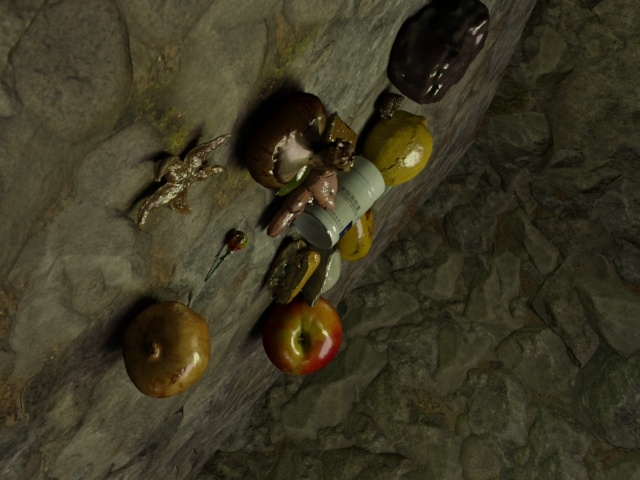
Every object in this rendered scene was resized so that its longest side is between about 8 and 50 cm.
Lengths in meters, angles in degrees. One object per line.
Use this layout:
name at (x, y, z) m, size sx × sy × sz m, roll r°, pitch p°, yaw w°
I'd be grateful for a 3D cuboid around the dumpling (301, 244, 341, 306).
dumpling at (-0.021, 0.144, 2.184) m, size 0.181 × 0.341 × 0.260 m, roll 23°, pitch 77°, yaw -38°

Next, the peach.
peach at (-0.080, 0.416, 2.382) m, size 0.388 × 0.388 × 0.388 m, roll -48°, pitch 164°, yaw -19°

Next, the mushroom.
mushroom at (-0.068, -0.228, 1.333) m, size 0.267 × 0.255 × 0.267 m, roll -23°, pitch 160°, yaw -9°

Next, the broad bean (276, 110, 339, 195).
broad bean at (-0.028, -0.259, 1.594) m, size 0.325 × 0.067 × 0.075 m, roll -50°, pitch 180°, yaw -5°

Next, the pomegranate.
pomegranate at (-0.395, 0.278, 1.365) m, size 0.248 × 0.248 × 0.248 m, roll -48°, pitch 164°, yaw -19°

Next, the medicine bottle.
medicine bottle at (0.069, -0.141, 1.901) m, size 0.332 × 0.189 × 0.190 m, roll -46°, pitch 163°, yaw -26°

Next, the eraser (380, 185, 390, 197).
eraser at (0.319, -0.319, 2.325) m, size 0.290 × 0.104 × 0.189 m, roll -43°, pitch 162°, yaw -52°

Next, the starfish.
starfish at (-0.289, -0.123, 1.134) m, size 0.277 × 0.062 × 0.236 m, roll -53°, pitch 166°, yaw -11°

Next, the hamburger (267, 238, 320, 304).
hamburger at (-0.104, 0.110, 2.030) m, size 0.283 × 0.144 × 0.156 m, roll -58°, pitch 169°, yaw 31°

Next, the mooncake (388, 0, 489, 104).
mooncake at (0.410, -0.647, 1.820) m, size 0.381 × 0.212 × 0.350 m, roll -49°, pitch 170°, yaw -8°

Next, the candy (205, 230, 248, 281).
candy at (-0.284, 0.051, 1.566) m, size 0.201 × 0.060 × 0.060 m, roll -50°, pitch 166°, yaw 17°

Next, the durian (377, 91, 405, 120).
durian at (0.239, -0.480, 1.887) m, size 0.110 × 0.071 × 0.140 m, roll -40°, pitch -157°, yaw 45°

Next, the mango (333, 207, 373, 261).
mango at (0.125, -0.066, 2.224) m, size 0.365 × 0.182 × 0.253 m, roll 77°, pitch 23°, yaw -51°

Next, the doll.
doll at (-0.044, -0.111, 1.694) m, size 0.303 × 0.156 × 0.201 m, roll -53°, pitch -172°, yaw 2°

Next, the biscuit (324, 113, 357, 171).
biscuit at (0.059, -0.289, 1.594) m, size 0.231 × 0.025 × 0.131 m, roll 18°, pitch 85°, yaw -70°

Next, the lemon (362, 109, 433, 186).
lemon at (0.283, -0.344, 1.994) m, size 0.310 × 0.253 × 0.253 m, roll -54°, pitch 165°, yaw 18°
